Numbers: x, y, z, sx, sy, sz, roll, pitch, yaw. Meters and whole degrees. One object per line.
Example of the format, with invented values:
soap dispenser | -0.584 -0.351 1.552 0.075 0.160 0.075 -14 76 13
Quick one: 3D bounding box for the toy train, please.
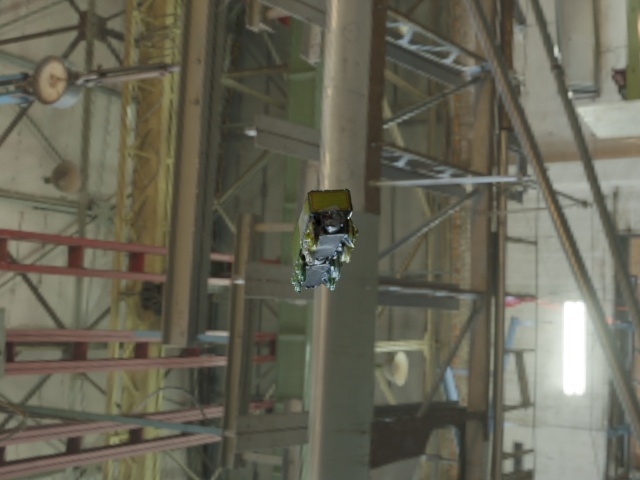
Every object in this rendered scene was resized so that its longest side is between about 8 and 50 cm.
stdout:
toy train | 0.000 0.000 0.966 0.202 0.060 0.081 110 154 -67
